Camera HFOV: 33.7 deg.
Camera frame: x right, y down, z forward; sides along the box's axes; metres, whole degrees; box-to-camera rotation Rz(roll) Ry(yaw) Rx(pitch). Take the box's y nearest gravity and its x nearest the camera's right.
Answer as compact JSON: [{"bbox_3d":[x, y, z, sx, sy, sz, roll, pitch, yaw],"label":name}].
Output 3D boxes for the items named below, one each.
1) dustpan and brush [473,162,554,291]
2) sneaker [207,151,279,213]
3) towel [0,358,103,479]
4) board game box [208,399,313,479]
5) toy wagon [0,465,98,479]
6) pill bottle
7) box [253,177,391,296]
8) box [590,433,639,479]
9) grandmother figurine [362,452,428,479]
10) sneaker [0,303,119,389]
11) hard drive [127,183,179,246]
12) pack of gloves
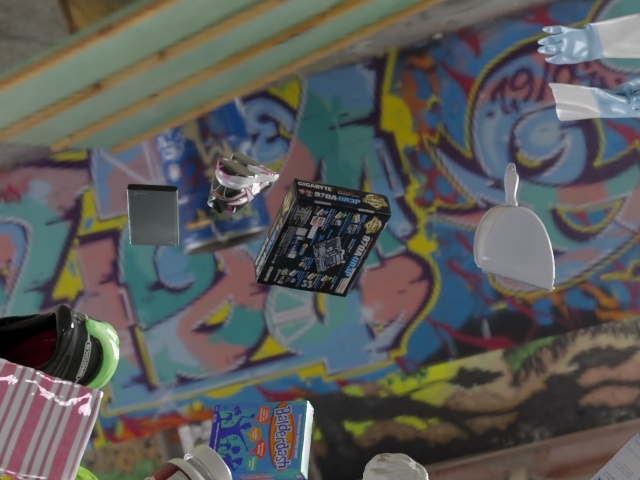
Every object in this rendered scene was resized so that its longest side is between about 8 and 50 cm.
[{"bbox_3d":[0.308,-0.031,1.686,0.147,0.211,0.060,16,164,-24],"label":"dustpan and brush"},{"bbox_3d":[-0.123,-0.080,1.541,0.077,0.072,0.178,-61,166,14],"label":"sneaker"},{"bbox_3d":[-0.392,0.232,1.367,0.197,0.144,0.029,22,156,-18],"label":"towel"},{"bbox_3d":[-0.126,0.416,2.188,0.210,0.160,0.047,-6,144,15],"label":"board game box"},{"bbox_3d":[-0.434,0.439,1.552,0.344,0.267,0.068,33,178,40],"label":"toy wagon"},{"bbox_3d":[-0.276,0.477,1.938,0.221,0.121,0.121,-34,-171,-34],"label":"pill bottle"},{"bbox_3d":[0.000,0.000,1.829,0.175,0.051,0.220,9,133,-19],"label":"box"},{"bbox_3d":[0.521,0.405,1.798,0.137,0.072,0.126,-46,155,4],"label":"box"},{"bbox_3d":[0.168,0.449,1.540,0.104,0.342,0.208,-31,-161,5],"label":"grandmother figurine"},{"bbox_3d":[-0.597,0.229,1.857,0.483,0.185,0.202,-26,139,6],"label":"sneaker"},{"bbox_3d":[-0.319,-0.048,2.021,0.094,0.135,0.022,3,-141,-3],"label":"hard drive"},{"bbox_3d":[0.488,-0.296,1.890,0.232,0.195,0.046,4,-144,49],"label":"pack of gloves"}]
